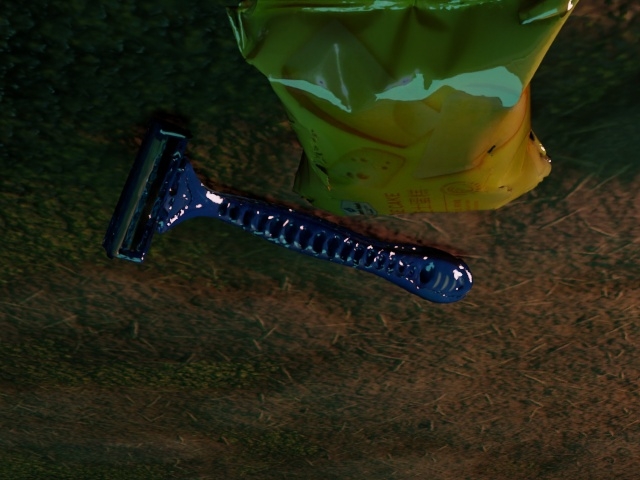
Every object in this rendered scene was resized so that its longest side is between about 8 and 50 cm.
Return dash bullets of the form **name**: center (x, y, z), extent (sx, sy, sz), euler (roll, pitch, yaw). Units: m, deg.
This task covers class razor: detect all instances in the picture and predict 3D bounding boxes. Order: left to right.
- **razor**: center (-0.007, -0.004, 0.693), extent (0.324, 0.093, 0.056), euler (16, -170, -38)

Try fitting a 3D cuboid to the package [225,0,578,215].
- **package**: center (0.047, -0.073, 0.497), extent (0.168, 0.090, 0.226), euler (-4, 156, 10)
